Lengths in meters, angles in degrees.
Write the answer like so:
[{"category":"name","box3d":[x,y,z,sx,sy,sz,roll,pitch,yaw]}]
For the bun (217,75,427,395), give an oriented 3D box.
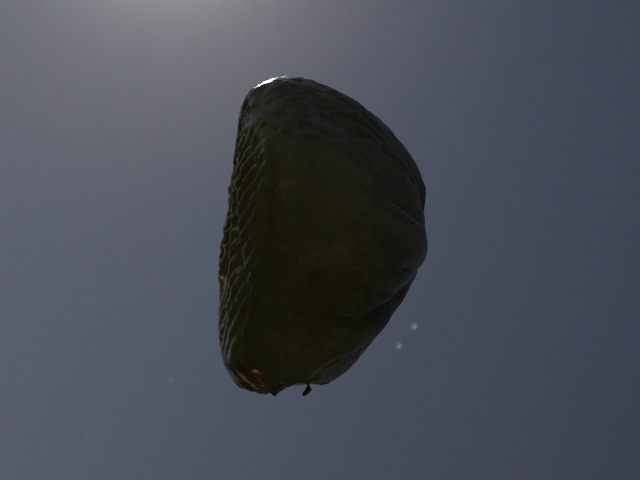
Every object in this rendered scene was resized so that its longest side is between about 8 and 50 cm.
[{"category":"bun","box3d":[0.000,0.000,0.898,0.134,0.220,0.220,5,-44,-8]}]
